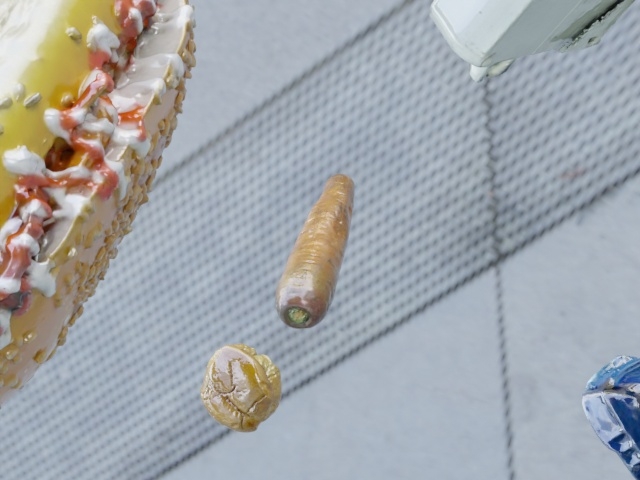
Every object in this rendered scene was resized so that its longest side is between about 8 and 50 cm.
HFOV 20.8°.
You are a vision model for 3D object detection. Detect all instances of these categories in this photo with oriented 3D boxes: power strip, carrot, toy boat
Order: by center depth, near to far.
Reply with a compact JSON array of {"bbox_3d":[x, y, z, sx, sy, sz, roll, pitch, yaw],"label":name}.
[{"bbox_3d":[0.105,0.072,0.510,0.038,0.038,0.083,-36,80,20],"label":"toy boat"},{"bbox_3d":[0.113,-0.128,0.601,0.035,0.081,0.192,55,134,17],"label":"power strip"},{"bbox_3d":[0.000,0.000,1.404,0.047,0.047,0.191,-21,32,28],"label":"carrot"}]

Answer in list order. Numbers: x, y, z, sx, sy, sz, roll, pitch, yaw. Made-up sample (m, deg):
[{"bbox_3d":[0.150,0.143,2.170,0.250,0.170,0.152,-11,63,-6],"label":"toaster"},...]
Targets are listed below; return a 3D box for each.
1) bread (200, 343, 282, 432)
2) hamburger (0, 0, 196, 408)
[{"bbox_3d":[-0.072,0.134,1.581,0.083,0.046,0.081,-32,87,41],"label":"bread"},{"bbox_3d":[-0.167,-0.035,0.958,0.151,0.227,0.295,15,54,3],"label":"hamburger"}]
